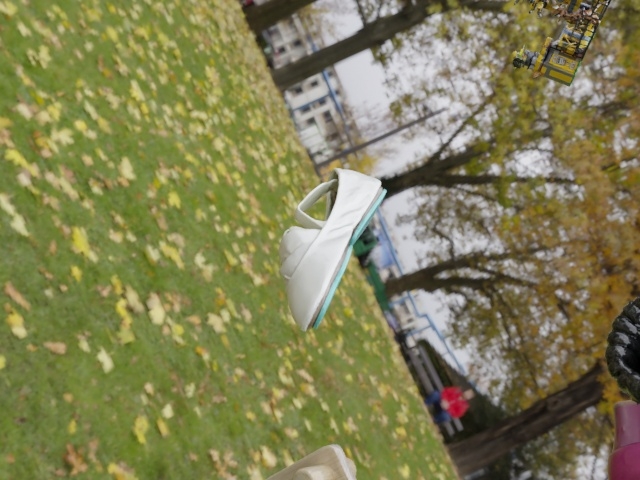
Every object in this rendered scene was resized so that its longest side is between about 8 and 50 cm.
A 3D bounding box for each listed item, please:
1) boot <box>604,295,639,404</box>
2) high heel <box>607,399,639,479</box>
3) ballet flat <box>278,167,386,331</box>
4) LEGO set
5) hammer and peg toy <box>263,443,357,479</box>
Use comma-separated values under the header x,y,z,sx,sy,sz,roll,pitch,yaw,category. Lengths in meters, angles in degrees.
x,y,z,sx,sy,sz,roll,pitch,yaw,category
0.477,0.083,0.833,0.260,0.348,0.131,46,-8,-38,boot
0.601,0.311,1.078,0.127,0.377,0.181,39,49,-36,high heel
0.000,0.000,1.323,0.139,0.139,0.400,66,32,-27,ballet flat
0.363,-0.420,1.183,0.192,0.255,0.331,24,-23,11,LEGO set
-0.062,0.468,1.021,0.127,0.361,0.266,14,44,-60,hammer and peg toy
